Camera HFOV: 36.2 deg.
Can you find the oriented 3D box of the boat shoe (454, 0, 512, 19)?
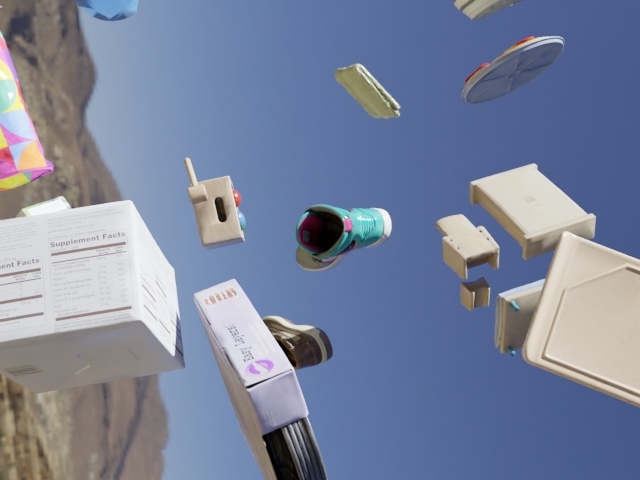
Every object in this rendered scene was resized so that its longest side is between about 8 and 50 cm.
[{"bbox_3d":[0.306,-0.457,1.517,0.186,0.500,0.156,-29,-87,32],"label":"boat shoe"}]

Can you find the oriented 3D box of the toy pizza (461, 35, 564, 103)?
[{"bbox_3d":[0.334,-0.306,1.724,0.032,0.201,0.201,64,-20,13],"label":"toy pizza"}]

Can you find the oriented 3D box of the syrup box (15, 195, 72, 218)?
[{"bbox_3d":[-0.443,0.048,1.729,0.237,0.093,0.096,54,-48,10],"label":"syrup box"}]

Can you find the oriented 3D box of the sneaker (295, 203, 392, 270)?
[{"bbox_3d":[0.000,0.000,2.212,0.295,0.178,0.124,-27,-112,44],"label":"sneaker"}]

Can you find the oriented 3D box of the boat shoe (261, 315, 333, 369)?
[{"bbox_3d":[-0.088,0.204,1.897,0.257,0.095,0.095,-7,-73,56],"label":"boat shoe"}]

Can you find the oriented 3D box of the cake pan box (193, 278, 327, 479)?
[{"bbox_3d":[-0.069,0.209,1.230,0.267,0.070,0.246,-134,-157,-61],"label":"cake pan box"}]

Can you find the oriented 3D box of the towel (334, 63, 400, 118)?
[{"bbox_3d":[0.100,-0.316,2.096,0.148,0.027,0.110,46,-18,-20],"label":"towel"}]

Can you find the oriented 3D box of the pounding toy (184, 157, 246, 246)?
[{"bbox_3d":[-0.207,-0.084,1.946,0.206,0.094,0.181,118,-41,-86],"label":"pounding toy"}]

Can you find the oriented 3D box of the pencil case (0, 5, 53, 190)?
[{"bbox_3d":[-0.417,-0.178,1.227,0.104,0.104,0.236,153,-82,-73],"label":"pencil case"}]

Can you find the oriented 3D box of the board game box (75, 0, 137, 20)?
[{"bbox_3d":[-0.450,-0.552,2.077,0.033,0.133,0.169,-142,-120,-69],"label":"board game box"}]

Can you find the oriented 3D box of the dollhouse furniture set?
[{"bbox_3d":[0.338,0.062,1.797,0.198,0.286,0.303,-125,-157,-51],"label":"dollhouse furniture set"}]

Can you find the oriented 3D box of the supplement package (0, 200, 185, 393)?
[{"bbox_3d":[-0.292,0.077,1.181,0.262,0.204,0.145,82,-1,-70],"label":"supplement package"}]

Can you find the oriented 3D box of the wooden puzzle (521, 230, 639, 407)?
[{"bbox_3d":[0.444,0.126,1.506,0.044,0.238,0.221,114,-1,-73],"label":"wooden puzzle"}]
